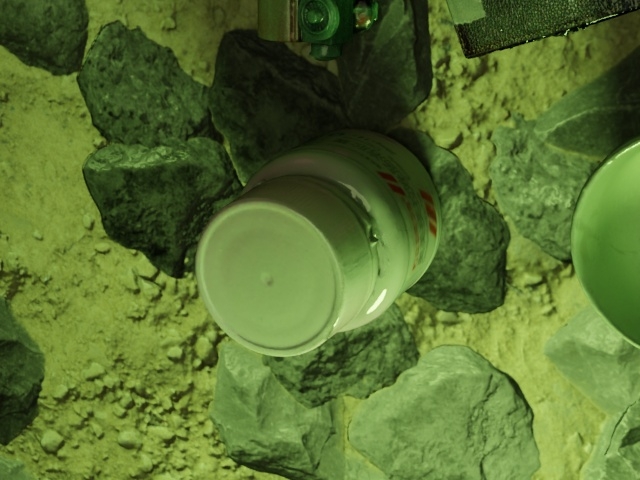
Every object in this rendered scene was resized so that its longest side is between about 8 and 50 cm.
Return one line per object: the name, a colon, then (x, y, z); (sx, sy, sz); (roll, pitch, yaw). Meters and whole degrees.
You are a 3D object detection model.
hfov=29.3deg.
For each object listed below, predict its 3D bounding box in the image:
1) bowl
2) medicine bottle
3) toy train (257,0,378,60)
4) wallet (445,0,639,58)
bowl: (0.471, -0.009, 1.498); (0.307, 0.163, 0.307); (8, 111, 22)
medicine bottle: (0.000, 0.000, 1.634); (0.256, 0.325, 0.256); (8, 109, 24)
toy train: (-0.020, -0.388, 1.645); (0.177, 0.116, 0.285); (13, 114, 35)
wallet: (0.268, -0.364, 1.539); (0.262, 0.071, 0.221); (-13, 106, 32)
